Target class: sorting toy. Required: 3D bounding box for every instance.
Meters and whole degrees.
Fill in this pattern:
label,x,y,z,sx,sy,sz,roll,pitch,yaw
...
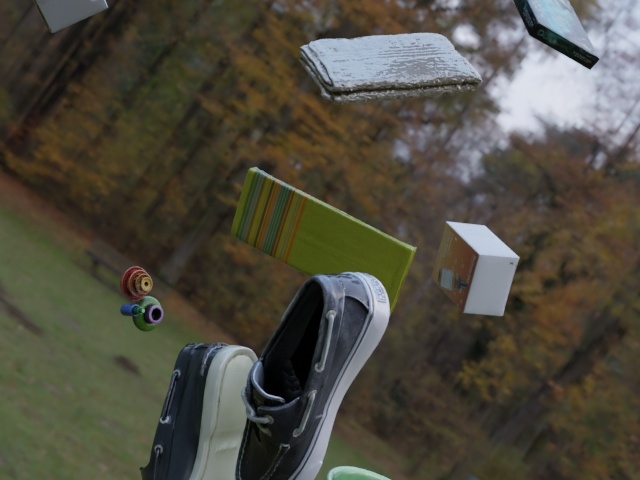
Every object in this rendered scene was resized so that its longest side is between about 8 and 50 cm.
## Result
label,x,y,z,sx,sy,sz,roll,pitch,yaw
sorting toy,-0.248,0.087,1.777,0.042,0.061,0.102,1,-56,44

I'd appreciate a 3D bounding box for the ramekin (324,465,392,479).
label,x,y,z,sx,sy,sz,roll,pitch,yaw
ramekin,0.109,0.538,2.179,0.303,0.148,0.303,29,10,-5

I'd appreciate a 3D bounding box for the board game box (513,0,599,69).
label,x,y,z,sx,sy,sz,roll,pitch,yaw
board game box,0.358,-0.348,1.964,0.126,0.026,0.186,24,32,-25

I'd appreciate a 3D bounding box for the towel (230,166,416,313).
label,x,y,z,sx,sy,sz,roll,pitch,yaw
towel,0.000,0.000,1.567,0.237,0.102,0.021,27,28,16

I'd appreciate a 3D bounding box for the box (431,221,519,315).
label,x,y,z,sx,sy,sz,roll,pitch,yaw
box,0.304,0.055,2.495,0.091,0.130,0.170,6,20,-20

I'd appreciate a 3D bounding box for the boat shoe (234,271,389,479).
label,x,y,z,sx,sy,sz,roll,pitch,yaw
boat shoe,-0.035,0.163,1.331,0.102,0.301,0.108,6,32,-43

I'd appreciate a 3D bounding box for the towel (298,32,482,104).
label,x,y,z,sx,sy,sz,roll,pitch,yaw
towel,0.116,-0.293,2.146,0.282,0.049,0.187,-6,35,-17

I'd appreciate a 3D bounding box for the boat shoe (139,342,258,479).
label,x,y,z,sx,sy,sz,roll,pitch,yaw
boat shoe,-0.176,0.290,1.602,0.113,0.340,0.127,13,3,34

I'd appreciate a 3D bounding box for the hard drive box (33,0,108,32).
label,x,y,z,sx,sy,sz,roll,pitch,yaw
hard drive box,-0.388,-0.425,1.694,0.232,0.089,0.181,60,-8,34
